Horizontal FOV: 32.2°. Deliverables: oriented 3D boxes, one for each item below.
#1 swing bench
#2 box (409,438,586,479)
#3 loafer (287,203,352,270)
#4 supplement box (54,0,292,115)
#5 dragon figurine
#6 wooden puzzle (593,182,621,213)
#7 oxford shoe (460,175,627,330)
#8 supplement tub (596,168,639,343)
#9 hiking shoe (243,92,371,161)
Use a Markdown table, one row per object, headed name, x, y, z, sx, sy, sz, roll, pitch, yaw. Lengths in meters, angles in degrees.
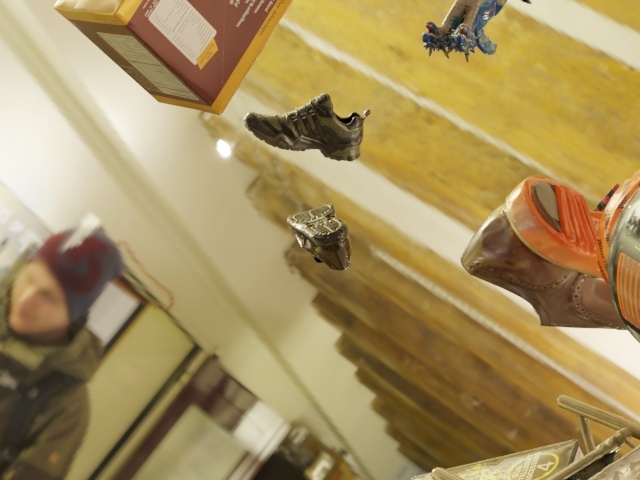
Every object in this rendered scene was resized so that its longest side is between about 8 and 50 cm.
| name | x | y | z | sx | sy | sz | roll | pitch | yaw |
| --- | --- | --- | --- | --- | --- | --- | --- | --- | --- |
| swing bench | 0.317 | 0.304 | 1.309 | 0.254 | 0.253 | 0.165 | -10 | -82 | 57 |
| box | 0.238 | 0.475 | 1.710 | 0.318 | 0.395 | 0.097 | -22 | -78 | 30 |
| loafer | 0.000 | 0.000 | 1.724 | 0.220 | 0.080 | 0.078 | -120 | -166 | -75 |
| supplement box | -0.167 | -0.287 | 1.316 | 0.129 | 0.191 | 0.194 | 17 | -19 | 44 |
| dragon figurine | 0.219 | -0.317 | 1.569 | 0.085 | 0.144 | 0.289 | 24 | 14 | 16 |
| wooden puzzle | 0.373 | -0.038 | 1.398 | 0.006 | 0.083 | 0.049 | 21 | 24 | -47 |
| oxford shoe | 0.317 | 0.045 | 1.279 | 0.363 | 0.132 | 0.130 | 26 | 39 | -28 |
| supplement tub | 0.378 | 0.044 | 0.928 | 0.207 | 0.207 | 0.338 | 43 | 5 | -21 |
| hiking shoe | -0.026 | -0.221 | 2.016 | 0.226 | 0.114 | 0.086 | 11 | 18 | -16 |
